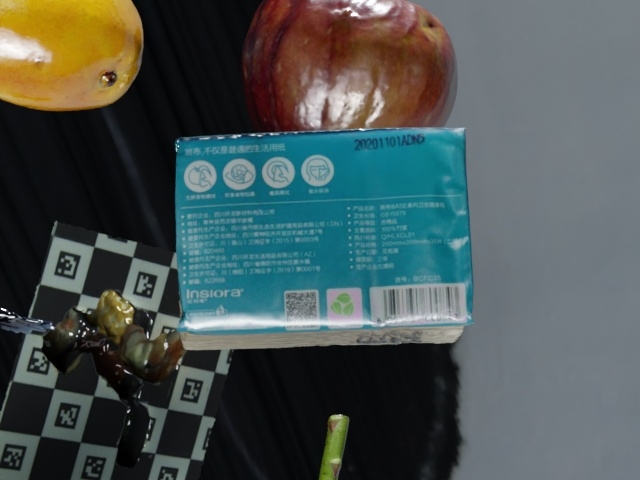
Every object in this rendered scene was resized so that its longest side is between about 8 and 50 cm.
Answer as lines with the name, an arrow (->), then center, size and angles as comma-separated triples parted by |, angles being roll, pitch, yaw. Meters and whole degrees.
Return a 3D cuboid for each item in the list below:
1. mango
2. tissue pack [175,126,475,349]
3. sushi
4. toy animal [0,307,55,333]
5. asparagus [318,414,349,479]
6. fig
mango -> -0.247, -0.175, 1.144 | 0.219, 0.112, 0.145 | 18, 38, 0
tissue pack -> 0.000, 0.000, 0.831 | 0.169, 0.120, 0.082 | -2, -11, 1
sushi -> -0.276, 0.177, 1.906 | 0.343, 0.359, 0.064 | 17, -3, -43
toy animal -> -0.362, 0.092, 1.368 | 0.220, 0.108, 0.062 | 0, 35, -10
asparagus -> -0.005, 0.294, 1.461 | 0.025, 0.024, 0.249 | -38, 35, 61
fig -> 0.011, -0.112, 1.341 | 0.203, 0.250, 0.186 | 21, -7, -7
